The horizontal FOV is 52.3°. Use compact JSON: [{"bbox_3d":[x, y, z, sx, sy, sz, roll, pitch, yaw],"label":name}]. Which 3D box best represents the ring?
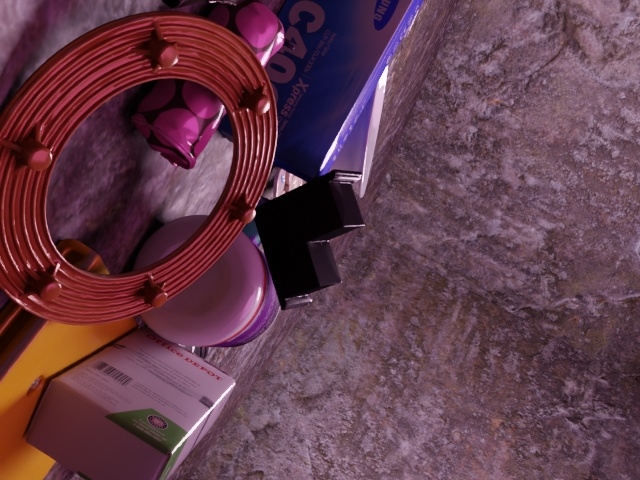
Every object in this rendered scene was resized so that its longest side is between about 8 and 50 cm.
[{"bbox_3d":[-0.163,-0.053,0.642,0.337,0.032,0.336,-36,146,-30],"label":"ring"}]

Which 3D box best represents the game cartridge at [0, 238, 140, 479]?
[{"bbox_3d":[-0.332,0.175,0.773,0.285,0.053,0.323,-58,174,-23],"label":"game cartridge"}]

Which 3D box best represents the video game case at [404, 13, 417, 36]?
[{"bbox_3d":[0.183,-0.545,1.257,0.210,0.042,0.232,109,-10,-48],"label":"video game case"}]

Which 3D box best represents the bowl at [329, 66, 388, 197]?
[{"bbox_3d":[0.043,-0.239,1.253,0.298,0.134,0.297,11,90,-84],"label":"bowl"}]

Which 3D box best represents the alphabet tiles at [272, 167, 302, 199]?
[{"bbox_3d":[-0.057,-0.108,1.278,0.278,0.021,0.284,-72,170,-60],"label":"alphabet tiles"}]

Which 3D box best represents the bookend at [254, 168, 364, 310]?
[{"bbox_3d":[0.000,0.000,0.928,0.157,0.156,0.072,-24,170,32],"label":"bookend"}]

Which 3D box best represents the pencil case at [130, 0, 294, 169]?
[{"bbox_3d":[-0.121,-0.176,0.731,0.209,0.095,0.098,-56,178,-20],"label":"pencil case"}]

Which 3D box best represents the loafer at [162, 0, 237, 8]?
[{"bbox_3d":[-0.120,-0.252,0.586,0.078,0.080,0.220,-30,-178,17],"label":"loafer"}]

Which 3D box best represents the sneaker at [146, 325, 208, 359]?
[{"bbox_3d":[-0.280,0.262,1.162,0.295,0.105,0.147,-68,165,15],"label":"sneaker"}]

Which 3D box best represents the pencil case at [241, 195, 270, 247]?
[{"bbox_3d":[-0.137,-0.014,1.266,0.151,0.064,0.070,-62,159,3],"label":"pencil case"}]

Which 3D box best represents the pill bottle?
[{"bbox_3d":[-0.159,0.076,1.018,0.181,0.182,0.323,-60,172,-7],"label":"pill bottle"}]

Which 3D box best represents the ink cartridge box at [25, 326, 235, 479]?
[{"bbox_3d":[-0.223,0.209,0.817,0.092,0.160,0.219,-62,173,13],"label":"ink cartridge box"}]

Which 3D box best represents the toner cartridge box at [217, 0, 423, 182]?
[{"bbox_3d":[0.008,-0.269,0.946,0.347,0.165,0.075,-62,172,-2],"label":"toner cartridge box"}]
